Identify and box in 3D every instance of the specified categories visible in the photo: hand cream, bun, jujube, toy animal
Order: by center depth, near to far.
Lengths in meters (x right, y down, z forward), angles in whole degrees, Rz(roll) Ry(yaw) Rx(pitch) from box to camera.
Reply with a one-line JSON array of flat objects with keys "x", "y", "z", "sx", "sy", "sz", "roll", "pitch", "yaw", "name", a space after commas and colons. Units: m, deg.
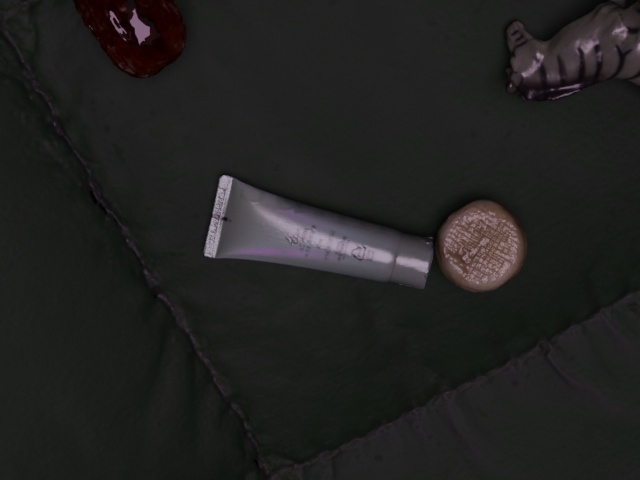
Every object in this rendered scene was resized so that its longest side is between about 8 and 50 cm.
[{"x": -0.168, "y": -0.203, "z": 1.168, "sx": 0.077, "sy": 0.077, "sz": 0.129, "roll": -33, "pitch": 94, "yaw": 2, "name": "jujube"}, {"x": 0.284, "y": -0.170, "z": 1.221, "sx": 0.217, "sy": 0.073, "sz": 0.176, "roll": 26, "pitch": 104, "yaw": -15, "name": "toy animal"}, {"x": 0.000, "y": 0.000, "z": 1.240, "sx": 0.204, "sy": 0.050, "sz": 0.078, "roll": 13, "pitch": 103, "yaw": -3, "name": "hand cream"}, {"x": 0.146, "y": 0.006, "z": 1.252, "sx": 0.086, "sy": 0.055, "sz": 0.086, "roll": 0, "pitch": 89, "yaw": -1, "name": "bun"}]

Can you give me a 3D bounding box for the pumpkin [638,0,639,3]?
[{"x": 0.362, "y": -0.345, "z": 1.093, "sx": 0.232, "sy": 0.242, "sz": 0.325, "roll": -10, "pitch": 82, "yaw": -19, "name": "pumpkin"}]
